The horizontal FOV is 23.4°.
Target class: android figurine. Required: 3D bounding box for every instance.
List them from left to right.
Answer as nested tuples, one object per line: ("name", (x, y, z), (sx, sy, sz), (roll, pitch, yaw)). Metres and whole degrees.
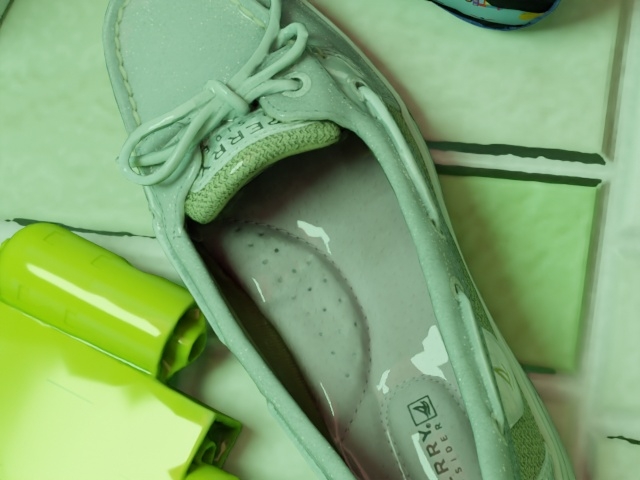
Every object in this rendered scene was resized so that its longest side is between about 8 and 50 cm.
("android figurine", (-0.149, 0.114, 0.675), (0.273, 0.056, 0.248), (27, 85, 17))

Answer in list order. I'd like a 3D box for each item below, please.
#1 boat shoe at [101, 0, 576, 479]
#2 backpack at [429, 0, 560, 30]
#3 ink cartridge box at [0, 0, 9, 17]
("boat shoe", (-0.002, 0.002, 0.635), (0.118, 0.103, 0.320), (-29, 72, 6))
("backpack", (0.047, -0.176, 0.643), (0.173, 0.158, 0.117), (34, 69, 6))
("ink cartridge box", (-0.198, -0.194, 0.675), (0.093, 0.212, 0.154), (25, 85, 19))
